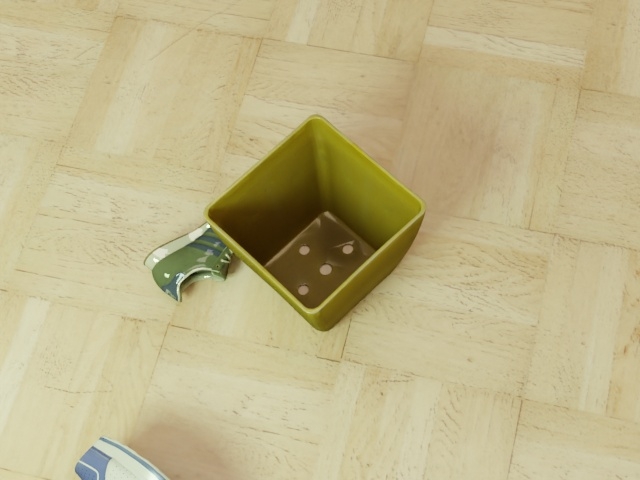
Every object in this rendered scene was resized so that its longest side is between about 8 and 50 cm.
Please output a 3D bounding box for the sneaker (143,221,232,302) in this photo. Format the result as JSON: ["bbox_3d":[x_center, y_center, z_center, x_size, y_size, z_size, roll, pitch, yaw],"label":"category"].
[{"bbox_3d":[-0.148,0.019,1.684,0.192,0.064,0.086,-30,72,-9],"label":"sneaker"}]

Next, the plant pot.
[{"bbox_3d":[0.000,0.000,1.604,0.212,0.187,0.212,-43,68,-14],"label":"plant pot"}]

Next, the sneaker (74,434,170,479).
[{"bbox_3d":[-0.214,0.398,1.462,0.315,0.127,0.182,38,71,19],"label":"sneaker"}]
